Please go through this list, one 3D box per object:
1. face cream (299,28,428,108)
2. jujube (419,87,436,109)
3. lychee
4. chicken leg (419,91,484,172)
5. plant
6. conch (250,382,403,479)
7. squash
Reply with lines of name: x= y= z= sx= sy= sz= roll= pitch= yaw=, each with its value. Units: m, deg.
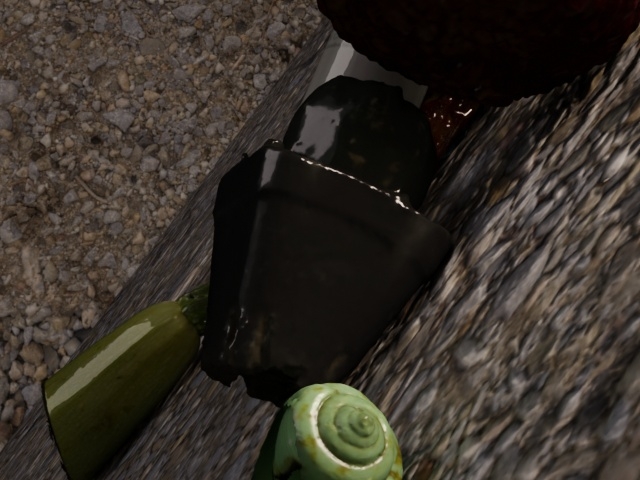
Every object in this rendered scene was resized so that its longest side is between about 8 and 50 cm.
face cream: x=0.067 y=-0.195 z=1.083 sx=0.346 sy=0.102 sz=0.102 roll=-68 pitch=14 yaw=-12
jujube: x=0.106 y=-0.183 z=1.275 sx=0.104 sy=0.104 sz=0.166 roll=-42 pitch=15 yaw=37
lychee: x=0.118 y=-0.223 z=0.909 sx=0.260 sy=0.260 sz=0.260 roll=-48 pitch=11 yaw=12
chicken leg: x=0.084 y=-0.079 z=1.139 sx=0.253 sy=0.051 sz=0.106 roll=-50 pitch=5 yaw=6
plant: x=0.000 y=0.000 z=0.928 sx=0.256 sy=0.164 sz=0.142 roll=-65 pitch=14 yaw=-15
conch: x=-0.011 y=0.150 z=0.692 sx=0.106 sy=0.079 sz=0.170 roll=-52 pitch=-7 yaw=-44
squash: x=-0.226 y=0.144 z=1.456 sx=0.287 sy=0.137 sz=0.137 roll=-46 pitch=11 yaw=10
